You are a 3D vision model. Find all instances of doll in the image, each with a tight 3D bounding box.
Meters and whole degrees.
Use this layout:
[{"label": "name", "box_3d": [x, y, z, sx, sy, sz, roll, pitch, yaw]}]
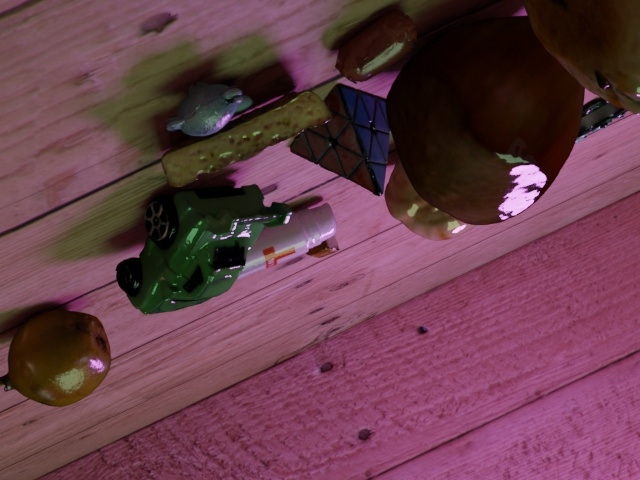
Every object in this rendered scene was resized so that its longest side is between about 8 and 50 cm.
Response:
[{"label": "doll", "box_3d": [-0.161, -0.202, 1.401, 0.120, 0.075, 0.180, -27, -168, 10]}]

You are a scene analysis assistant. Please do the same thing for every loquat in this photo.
[{"label": "loquat", "box_3d": [-0.567, 0.254, 2.005, 0.246, 0.213, 0.213, -25, 165, 0]}]

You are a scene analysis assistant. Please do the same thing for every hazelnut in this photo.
[{"label": "hazelnut", "box_3d": [0.287, -0.214, 1.606, 0.365, 0.366, 0.366, -24, 165, -7]}]

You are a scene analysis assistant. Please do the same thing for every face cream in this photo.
[{"label": "face cream", "box_3d": [-0.124, 0.011, 2.091, 0.345, 0.102, 0.102, -21, 164, -12]}]

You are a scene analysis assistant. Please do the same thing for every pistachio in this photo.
[{"label": "pistachio", "box_3d": [0.288, -0.132, 2.068, 0.321, 0.229, 0.238, -27, -152, -17]}]

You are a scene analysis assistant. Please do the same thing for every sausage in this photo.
[{"label": "sausage", "box_3d": [0.086, -0.296, 1.464, 0.141, 0.076, 0.076, -31, 164, 18]}]

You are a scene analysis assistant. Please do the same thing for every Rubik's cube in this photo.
[{"label": "Rubik's cube", "box_3d": [0.080, -0.228, 1.712, 0.178, 0.211, 0.190, -42, 151, -35]}]

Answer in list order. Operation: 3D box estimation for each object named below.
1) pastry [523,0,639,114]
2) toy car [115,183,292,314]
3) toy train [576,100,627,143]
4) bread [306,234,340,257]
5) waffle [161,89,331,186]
[{"label": "pastry", "box_3d": [0.455, -0.363, 1.256, 0.312, 0.389, 0.388, -31, 166, -12]}, {"label": "toy car", "box_3d": [-0.220, 0.019, 1.769, 0.213, 0.176, 0.359, -8, 142, -46]}, {"label": "toy train", "box_3d": [0.698, -0.311, 2.415, 0.178, 0.071, 0.104, -29, 175, 8]}, {"label": "bread", "box_3d": [-0.002, -0.001, 2.307, 0.070, 0.077, 0.083, -19, 168, 19]}, {"label": "waffle", "box_3d": [-0.123, -0.162, 1.482, 0.274, 0.057, 0.168, -25, -168, -3]}]
